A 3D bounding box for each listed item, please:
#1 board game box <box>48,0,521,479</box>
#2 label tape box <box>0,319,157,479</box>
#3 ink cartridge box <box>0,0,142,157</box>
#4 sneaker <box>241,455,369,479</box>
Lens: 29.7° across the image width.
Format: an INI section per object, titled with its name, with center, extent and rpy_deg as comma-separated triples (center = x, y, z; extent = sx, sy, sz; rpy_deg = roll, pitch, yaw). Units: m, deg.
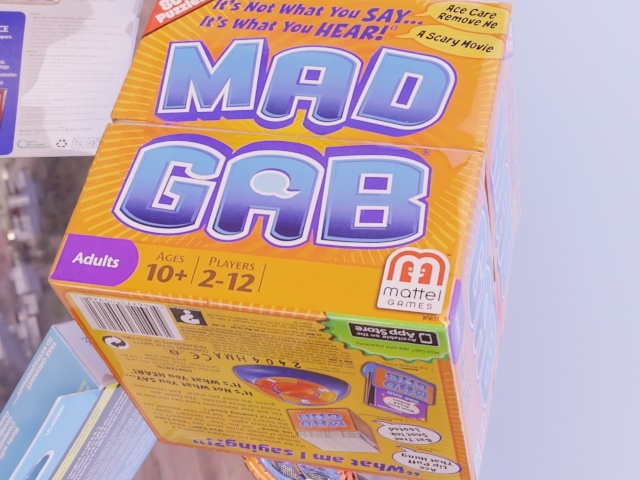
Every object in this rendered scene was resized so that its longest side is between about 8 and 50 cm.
[board game box]
center = 0.000, 0.000, 1.223
extent = 0.356, 0.357, 0.356
rpy_deg = 74, 26, -56
[label tape box]
center = -0.290, 0.211, 1.355
extent = 0.115, 0.249, 0.348
rpy_deg = 37, 15, 16
[ink cartridge box]
center = -0.403, -0.243, 1.604
extent = 0.072, 0.304, 0.307
rpy_deg = -117, -146, -43
[sneaker]
center = 0.004, 0.290, 1.518
extent = 0.221, 0.087, 0.083
rpy_deg = 32, 25, -31
